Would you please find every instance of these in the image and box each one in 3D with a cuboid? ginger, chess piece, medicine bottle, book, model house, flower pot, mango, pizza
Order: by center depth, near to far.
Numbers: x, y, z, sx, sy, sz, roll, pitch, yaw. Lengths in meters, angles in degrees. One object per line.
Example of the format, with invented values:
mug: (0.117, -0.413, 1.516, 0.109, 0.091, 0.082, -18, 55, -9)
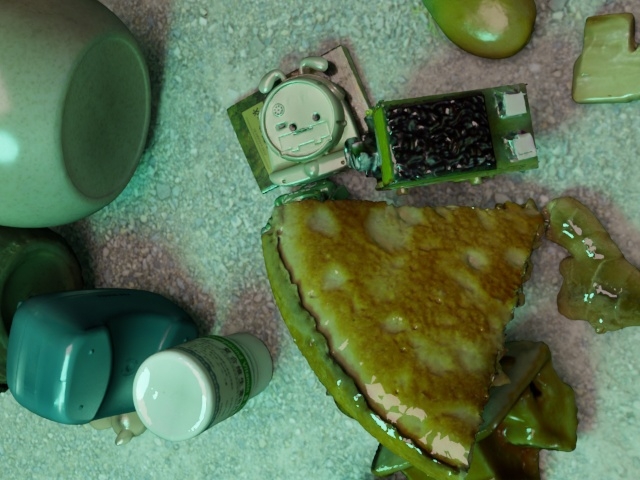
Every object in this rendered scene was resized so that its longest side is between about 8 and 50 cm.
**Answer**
chess piece: (0.484, -0.242, 0.998, 0.300, 0.137, 0.137, 0, 93, 32)
pizza: (0.160, 0.078, 1.033, 0.406, 0.130, 0.440, -26, 63, -21)
ginger: (0.431, 0.076, 1.047, 0.333, 0.081, 0.148, 34, 88, 15)
model house: (0.244, 0.292, 1.079, 0.268, 0.173, 0.239, -26, 115, 21)
mango: (0.224, -0.343, 1.101, 0.194, 0.092, 0.130, 35, 106, 25)
medicine bottle: (-0.174, 0.220, 1.196, 0.139, 0.237, 0.139, 1, 91, 22)
book: (-0.029, -0.194, 1.237, 0.228, 0.024, 0.160, -24, 86, 20)
flower pot: (-0.559, 0.114, 1.320, 0.213, 0.302, 0.302, 3, 93, 25)

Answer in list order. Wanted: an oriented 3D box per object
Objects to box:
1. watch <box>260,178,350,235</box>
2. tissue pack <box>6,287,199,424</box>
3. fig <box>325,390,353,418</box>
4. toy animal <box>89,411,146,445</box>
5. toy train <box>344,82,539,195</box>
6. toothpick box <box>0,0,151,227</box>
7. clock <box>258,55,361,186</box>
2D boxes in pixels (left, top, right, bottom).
watch: (0.000, 0.000, 1.187, 0.131, 0.165, 0.152, -18, 110, 20)
tissue pack: (-0.364, 0.177, 1.244, 0.206, 0.287, 0.198, 19, 102, 36)
fig: (0.051, 0.238, 1.171, 0.088, 0.125, 0.089, -1, 89, 24)
toy animal: (-0.364, 0.312, 1.357, 0.150, 0.089, 0.083, 0, 96, 30)
toy train: (0.169, -0.141, 1.059, 0.260, 0.177, 0.134, -9, 89, -7)
toothpick box: (-0.527, -0.234, 1.214, 0.425, 0.409, 0.409, 11, 97, 13)
clock: (-0.027, -0.187, 1.190, 0.151, 0.062, 0.191, -16, 89, 20)
